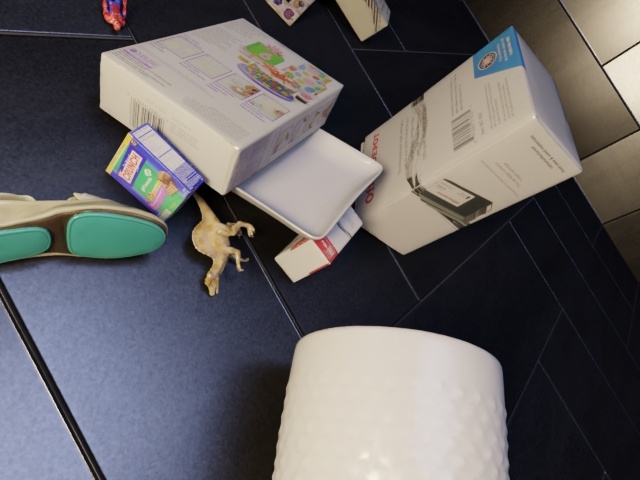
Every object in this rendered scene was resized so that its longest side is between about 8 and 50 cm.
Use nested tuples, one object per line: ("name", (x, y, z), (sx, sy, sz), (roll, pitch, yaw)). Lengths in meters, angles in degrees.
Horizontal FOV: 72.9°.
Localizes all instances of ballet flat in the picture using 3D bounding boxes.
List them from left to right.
("ballet flat", (-0.308, -0.023, 0.503), (0.248, 0.086, 0.086), (-4, 69, -43))

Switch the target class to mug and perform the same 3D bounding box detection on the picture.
("mug", (0.095, 0.329, 0.548), (0.374, 0.276, 0.328), (55, 38, -51))

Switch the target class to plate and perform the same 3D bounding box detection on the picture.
("plate", (-0.060, -0.128, 0.752), (0.278, 0.045, 0.277), (31, 42, 9))

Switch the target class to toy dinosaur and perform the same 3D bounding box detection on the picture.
("toy dinosaur", (-0.152, -0.013, 0.652), (0.093, 0.053, 0.183), (-1, 67, -41))

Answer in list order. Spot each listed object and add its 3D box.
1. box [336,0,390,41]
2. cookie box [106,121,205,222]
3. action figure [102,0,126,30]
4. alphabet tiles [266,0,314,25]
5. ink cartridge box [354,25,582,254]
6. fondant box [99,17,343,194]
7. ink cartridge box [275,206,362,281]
("box", (0.086, -0.717, 1.213), (0.275, 0.094, 0.113), (45, 42, -34))
("cookie box", (-0.229, -0.091, 0.600), (0.107, 0.092, 0.040), (45, 41, -12))
("action figure", (-0.346, -0.397, 0.724), (0.038, 0.030, 0.115), (3, 66, -47))
("alphabet tiles", (-0.074, -0.679, 1.065), (0.198, 0.009, 0.237), (43, 75, -15))
("ink cartridge box", (0.271, -0.183, 0.891), (0.166, 0.395, 0.285), (33, 48, -27))
("fondant box", (-0.142, -0.241, 0.715), (0.238, 0.096, 0.330), (36, 44, 6))
("ink cartridge box", (0.000, 0.000, 0.748), (0.056, 0.099, 0.135), (52, 43, -9))
